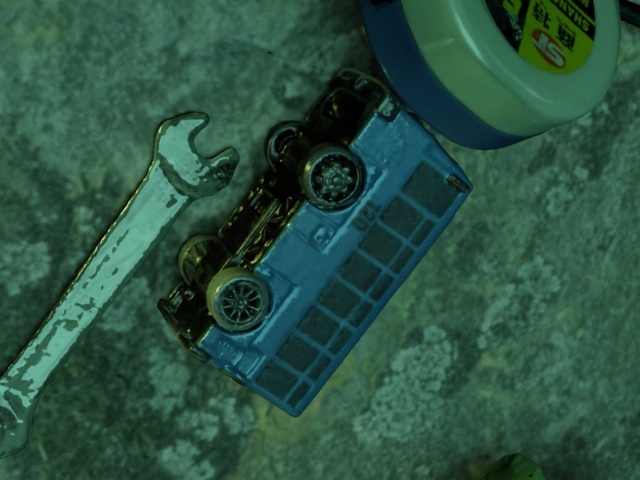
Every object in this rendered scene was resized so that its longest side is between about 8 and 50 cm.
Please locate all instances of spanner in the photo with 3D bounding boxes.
[{"bbox_3d":[-0.167,0.033,1.021,0.071,0.017,0.302,38,90,-25],"label":"spanner"}]

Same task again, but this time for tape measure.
[{"bbox_3d":[0.171,-0.143,1.020,0.351,0.098,0.215,34,56,-28],"label":"tape measure"}]

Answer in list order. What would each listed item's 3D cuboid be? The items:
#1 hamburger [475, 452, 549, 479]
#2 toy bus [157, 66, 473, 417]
[{"bbox_3d":[0.148,0.269,1.119,0.150,0.260,0.276,52,49,-2],"label":"hamburger"},{"bbox_3d":[0.000,0.000,1.021,0.133,0.116,0.234,37,92,-24],"label":"toy bus"}]
